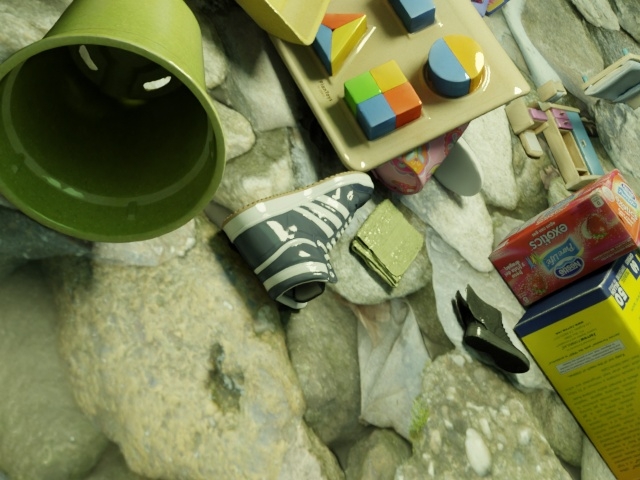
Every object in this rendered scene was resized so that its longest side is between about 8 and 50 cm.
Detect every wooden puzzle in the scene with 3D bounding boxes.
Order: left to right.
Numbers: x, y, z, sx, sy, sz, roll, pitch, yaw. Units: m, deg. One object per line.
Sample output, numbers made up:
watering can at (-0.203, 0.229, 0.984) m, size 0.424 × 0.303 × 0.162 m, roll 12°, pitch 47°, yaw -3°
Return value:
wooden puzzle at (0.126, -0.311, 1.552) m, size 0.348 × 0.080 × 0.322 m, roll -25°, pitch 69°, yaw -11°

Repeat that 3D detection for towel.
towel at (0.109, 0.002, 1.536) m, size 0.110 × 0.027 × 0.148 m, roll 48°, pitch 40°, yaw -9°

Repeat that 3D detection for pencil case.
pencil case at (0.190, -0.213, 1.620) m, size 0.124 × 0.124 × 0.284 m, roll 41°, pitch 68°, yaw -18°

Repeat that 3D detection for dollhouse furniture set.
dollhouse furniture set at (0.623, -0.267, 2.040) m, size 0.286 × 0.303 × 0.198 m, roll -1°, pitch 64°, yaw -46°

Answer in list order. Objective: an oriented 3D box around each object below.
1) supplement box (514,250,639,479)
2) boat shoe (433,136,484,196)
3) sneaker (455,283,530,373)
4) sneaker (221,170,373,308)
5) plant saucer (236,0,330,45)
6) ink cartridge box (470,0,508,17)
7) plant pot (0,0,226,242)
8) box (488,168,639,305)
supplement box at (0.553, 0.223, 1.714) m, size 0.356 × 0.195 × 0.194 m, roll 55°, pitch 39°, yaw -3°
boat shoe at (0.220, -0.199, 1.738) m, size 0.258 × 0.095 × 0.084 m, roll 53°, pitch 43°, yaw -6°
sneaker at (0.295, 0.152, 1.607) m, size 0.170 × 0.051 × 0.089 m, roll 32°, pitch 49°, yaw -23°
sneaker at (0.000, 0.000, 1.363) m, size 0.282 × 0.099 × 0.153 m, roll -20°, pitch 75°, yaw -44°
plant saucer at (-0.112, -0.501, 1.521) m, size 0.333 × 0.081 × 0.333 m, roll 43°, pitch 42°, yaw -25°
ink cartridge box at (0.327, -0.697, 2.149) m, size 0.270 × 0.151 × 0.395 m, roll 17°, pitch 52°, yaw -38°
plant pot at (-0.243, -0.183, 1.138) m, size 0.276 × 0.276 × 0.254 m, roll 34°, pitch 33°, yaw -26°
box at (0.452, -0.004, 1.715) m, size 0.122 × 0.257 × 0.128 m, roll 54°, pitch 39°, yaw -2°
